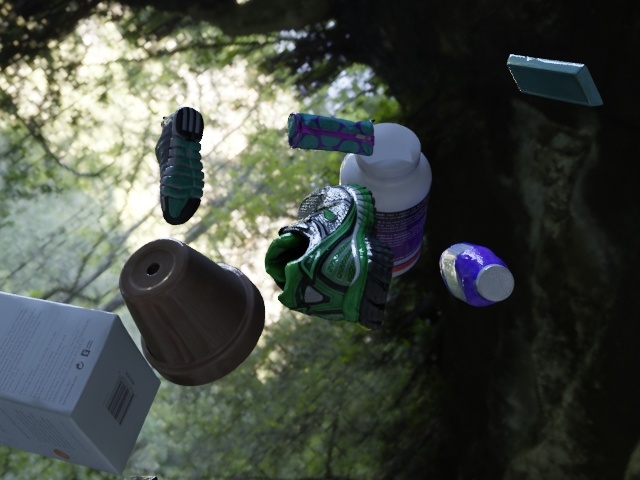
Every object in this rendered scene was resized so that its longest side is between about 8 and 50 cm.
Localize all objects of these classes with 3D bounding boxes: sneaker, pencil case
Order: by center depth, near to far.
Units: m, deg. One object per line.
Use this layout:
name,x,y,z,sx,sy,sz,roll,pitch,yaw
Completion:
sneaker,0.000,0.000,1.191,0.146,0.134,0.343,11,17,-9
pencil case,0.019,-0.181,1.511,0.070,0.152,0.064,-170,-97,-69
sneaker,-0.269,-0.133,1.649,0.083,0.223,0.098,16,-15,-39

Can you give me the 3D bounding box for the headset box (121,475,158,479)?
headset box,-0.442,0.686,1.961,0.131,0.283,0.246,-17,-84,48

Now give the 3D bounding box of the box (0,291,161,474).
box,-0.455,0.205,1.352,0.345,0.168,0.215,9,-34,16

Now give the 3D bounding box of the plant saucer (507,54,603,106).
plant saucer,0.336,-0.233,1.298,0.067,0.018,0.192,56,-9,-25

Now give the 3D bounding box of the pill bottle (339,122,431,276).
pill bottle,0.128,-0.079,1.796,0.181,0.181,0.323,38,-30,25

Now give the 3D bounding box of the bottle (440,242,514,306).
bottle,0.307,0.070,1.741,0.283,0.092,0.118,-137,-153,-84

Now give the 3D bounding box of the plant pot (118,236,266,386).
plant pot,-0.266,0.115,1.722,0.263,0.263,0.229,29,-20,40
